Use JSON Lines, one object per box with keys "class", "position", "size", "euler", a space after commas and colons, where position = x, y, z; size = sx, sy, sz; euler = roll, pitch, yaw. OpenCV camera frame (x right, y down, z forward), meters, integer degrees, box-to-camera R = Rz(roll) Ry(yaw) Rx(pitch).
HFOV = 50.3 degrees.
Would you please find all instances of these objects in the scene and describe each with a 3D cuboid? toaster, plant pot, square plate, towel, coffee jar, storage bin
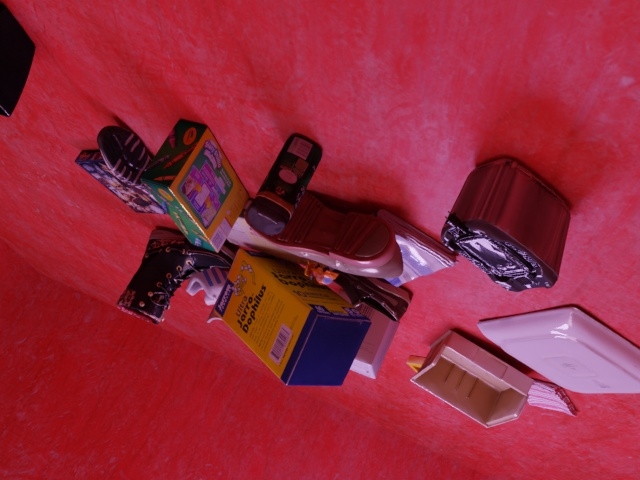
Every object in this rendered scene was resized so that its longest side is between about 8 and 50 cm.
{"class": "toaster", "position": [0.296, -0.028, 1.095], "size": [0.227, 0.146, 0.129], "euler": [34, 157, -19]}
{"class": "plant pot", "position": [-0.704, -0.391, 1.393], "size": [0.188, 0.167, 0.187], "euler": [19, 158, 21]}
{"class": "square plate", "position": [0.585, 0.272, 1.577], "size": [0.344, 0.049, 0.347], "euler": [33, 158, -13]}
{"class": "towel", "position": [0.156, 0.024, 1.530], "size": [0.209, 0.034, 0.285], "euler": [32, 158, -11]}
{"class": "coffee jar", "position": [-0.069, -0.102, 1.294], "size": [0.079, 0.184, 0.096], "euler": [29, 159, -5]}
{"class": "storage bin", "position": [0.417, 0.385, 1.888], "size": [0.262, 0.123, 0.260], "euler": [31, 160, 6]}
{"class": "towel", "position": [0.634, 0.446, 1.939], "size": [0.144, 0.029, 0.197], "euler": [7, 151, 42]}

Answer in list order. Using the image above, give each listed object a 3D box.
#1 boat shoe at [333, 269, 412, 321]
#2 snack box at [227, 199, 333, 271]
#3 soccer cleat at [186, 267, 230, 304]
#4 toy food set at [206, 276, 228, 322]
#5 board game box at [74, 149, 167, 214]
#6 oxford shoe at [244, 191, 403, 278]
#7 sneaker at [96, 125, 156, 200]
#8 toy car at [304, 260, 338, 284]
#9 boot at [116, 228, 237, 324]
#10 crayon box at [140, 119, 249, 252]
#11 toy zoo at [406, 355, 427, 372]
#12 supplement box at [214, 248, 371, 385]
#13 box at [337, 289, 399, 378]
{"class": "boat shoe", "position": [0.102, 0.126, 1.734], "size": [0.257, 0.095, 0.095], "euler": [24, 158, 8]}
{"class": "snack box", "position": [-0.123, -0.023, 1.703], "size": [0.322, 0.060, 0.187], "euler": [16, 158, 25]}
{"class": "soccer cleat", "position": [-0.287, 0.162, 2.195], "size": [0.331, 0.143, 0.116], "euler": [14, 155, 29]}
{"class": "toy food set", "position": [-0.155, 0.208, 2.004], "size": [0.306, 0.220, 0.092], "euler": [22, 140, 0]}
{"class": "board game box", "position": [-0.545, -0.161, 1.898], "size": [0.165, 0.042, 0.243], "euler": [5, 150, 44]}
{"class": "oxford shoe", "position": [0.000, 0.000, 1.476], "size": [0.397, 0.140, 0.146], "euler": [23, 160, 36]}
{"class": "sneaker", "position": [-0.492, -0.186, 1.703], "size": [0.162, 0.106, 0.281], "euler": [15, 156, 35]}
{"class": "toy car", "position": [-0.013, 0.068, 1.427], "size": [0.060, 0.040, 0.122], "euler": [19, 179, 37]}
{"class": "boot", "position": [-0.441, 0.116, 2.074], "size": [0.377, 0.284, 0.138], "euler": [10, 153, 35]}
{"class": "crayon box", "position": [-0.270, -0.115, 1.522], "size": [0.081, 0.165, 0.278], "euler": [17, 156, 24]}
{"class": "toy zoo", "position": [0.403, 0.445, 2.198], "size": [0.192, 0.030, 0.293], "euler": [6, 150, 42]}
{"class": "supplement box", "position": [-0.079, 0.191, 1.732], "size": [0.194, 0.195, 0.356], "euler": [12, -163, -44]}
{"class": "box", "position": [0.104, 0.264, 1.926], "size": [0.181, 0.182, 0.119], "euler": [18, 156, 21]}
